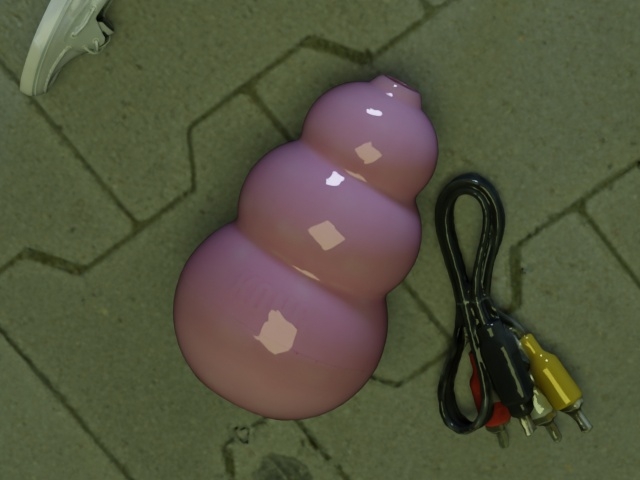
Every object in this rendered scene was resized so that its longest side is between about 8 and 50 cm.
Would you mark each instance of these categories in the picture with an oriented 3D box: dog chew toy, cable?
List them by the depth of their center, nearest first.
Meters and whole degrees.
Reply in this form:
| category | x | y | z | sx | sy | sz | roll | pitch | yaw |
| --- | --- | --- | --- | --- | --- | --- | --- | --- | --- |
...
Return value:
| category | x | y | z | sx | sy | sz | roll | pitch | yaw |
| --- | --- | --- | --- | --- | --- | --- | --- | --- | --- |
| dog chew toy | 0.000 | 0.000 | 1.699 | 0.206 | 0.206 | 0.332 | 27 | 101 | -3 |
| cable | 0.162 | 0.077 | 1.794 | 0.139 | 0.072 | 0.287 | -17 | 94 | 28 |

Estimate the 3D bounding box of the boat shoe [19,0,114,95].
| category | x | y | z | sx | sy | sz | roll | pitch | yaw |
| --- | --- | --- | --- | --- | --- | --- | --- | --- | --- |
| boat shoe | -0.225 | -0.211 | 1.722 | 0.063 | 0.066 | 0.184 | 29 | 99 | -3 |
